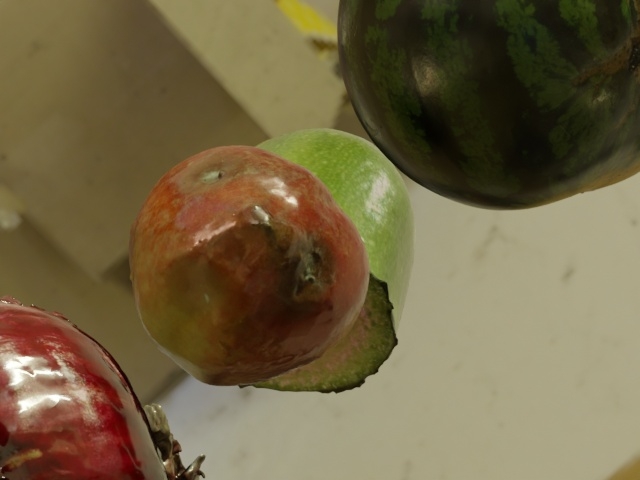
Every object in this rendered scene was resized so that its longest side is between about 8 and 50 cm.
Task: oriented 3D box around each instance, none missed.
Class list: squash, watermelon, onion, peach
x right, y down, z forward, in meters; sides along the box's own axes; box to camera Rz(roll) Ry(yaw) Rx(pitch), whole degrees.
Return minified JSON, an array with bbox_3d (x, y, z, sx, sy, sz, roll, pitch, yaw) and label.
[{"bbox_3d":[-0.020,-0.025,2.149,0.310,0.310,0.308,45,43,-24],"label":"squash"},{"bbox_3d":[0.140,-0.144,1.194,0.269,0.269,0.269,47,6,-6],"label":"watermelon"},{"bbox_3d":[-0.193,0.185,1.185,0.232,0.314,0.314,-7,42,-32],"label":"onion"},{"bbox_3d":[-0.069,0.019,1.675,0.232,0.232,0.256,48,-27,9],"label":"peach"}]
